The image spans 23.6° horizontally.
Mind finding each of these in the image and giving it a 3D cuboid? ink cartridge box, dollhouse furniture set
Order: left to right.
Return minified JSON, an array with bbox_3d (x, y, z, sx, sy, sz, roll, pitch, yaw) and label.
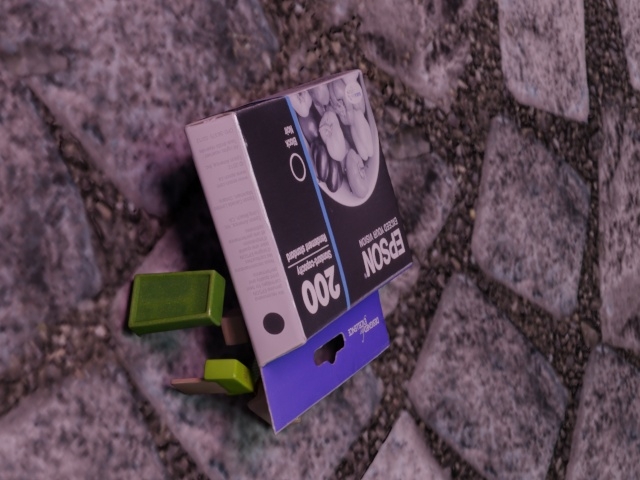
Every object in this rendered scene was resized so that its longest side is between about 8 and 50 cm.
[{"bbox_3d":[-0.064,0.070,1.009,0.151,0.059,0.076,46,43,-56],"label":"dollhouse furniture set"},{"bbox_3d":[0.000,0.000,1.036,0.206,0.045,0.208,-31,107,-62],"label":"ink cartridge box"}]
